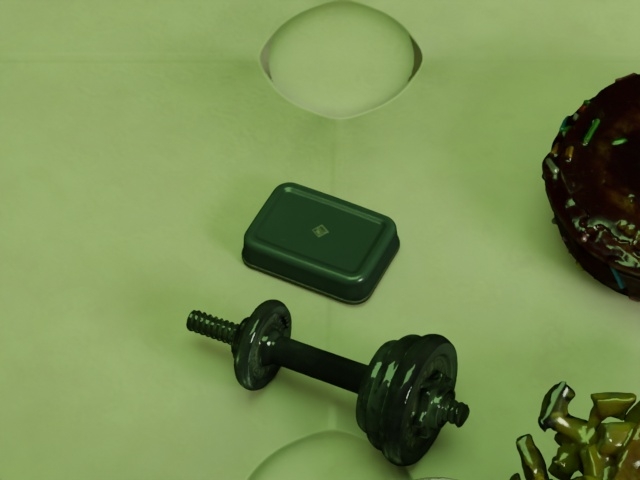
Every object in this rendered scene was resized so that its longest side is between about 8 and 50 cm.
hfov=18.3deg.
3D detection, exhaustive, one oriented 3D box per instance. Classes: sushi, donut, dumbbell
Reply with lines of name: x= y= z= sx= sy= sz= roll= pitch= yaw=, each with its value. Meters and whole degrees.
sushi: x=0.245 y=0.197 z=1.492 sx=0.179 sy=0.167 sz=0.296 roll=23 pitch=75 yaw=26
donut: x=0.309 y=-0.038 z=1.723 sx=0.235 sy=0.089 sz=0.235 roll=-1 pitch=51 yaw=2
dumbbell: x=0.002 y=0.102 z=1.618 sx=0.255 sy=0.110 sz=0.110 roll=19 pitch=54 yaw=23

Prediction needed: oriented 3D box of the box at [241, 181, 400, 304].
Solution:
box: x=0.000 y=0.000 z=1.738 sx=0.126 sy=0.031 sz=0.091 roll=21 pitch=55 yaw=19

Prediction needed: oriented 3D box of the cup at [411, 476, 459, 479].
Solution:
cup: x=-0.025 y=0.275 z=1.333 sx=0.274 sy=0.253 sz=0.253 roll=0 pitch=44 yaw=42
